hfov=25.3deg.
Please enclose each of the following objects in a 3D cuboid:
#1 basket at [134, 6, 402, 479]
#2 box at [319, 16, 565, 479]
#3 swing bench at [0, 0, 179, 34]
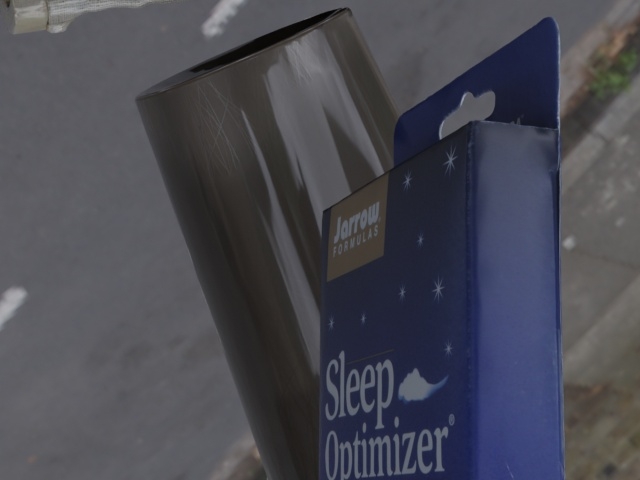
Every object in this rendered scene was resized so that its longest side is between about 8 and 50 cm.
[{"bbox_3d":[0.000,0.000,0.789,0.154,0.227,0.204,-19,-167,21],"label":"basket"},{"bbox_3d":[0.036,0.050,0.470,0.036,0.225,0.136,6,168,-18],"label":"box"},{"bbox_3d":[-0.064,-0.228,0.811,0.253,0.165,0.255,-11,146,-14],"label":"swing bench"}]
